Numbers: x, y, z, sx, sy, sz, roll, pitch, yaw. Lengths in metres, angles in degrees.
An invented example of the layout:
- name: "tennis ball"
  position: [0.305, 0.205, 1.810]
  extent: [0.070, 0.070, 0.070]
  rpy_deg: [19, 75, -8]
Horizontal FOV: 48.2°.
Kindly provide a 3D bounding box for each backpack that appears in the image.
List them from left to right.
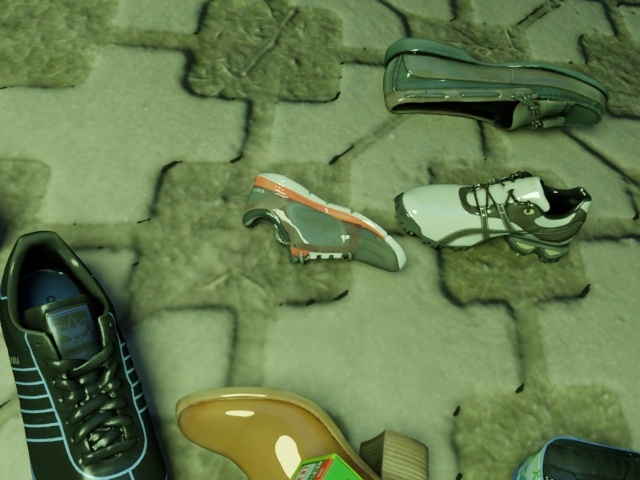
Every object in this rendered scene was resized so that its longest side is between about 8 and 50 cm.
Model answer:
- name: "backpack"
  position: [0.196, 0.206, 0.529]
  extent: [0.114, 0.084, 0.105]
  rpy_deg: [19, 48, -12]

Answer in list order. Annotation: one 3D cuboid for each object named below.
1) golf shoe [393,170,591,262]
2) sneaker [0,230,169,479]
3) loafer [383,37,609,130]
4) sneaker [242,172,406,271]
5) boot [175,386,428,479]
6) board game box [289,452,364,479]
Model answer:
- name: "golf shoe"
  position: [0.172, -0.038, 0.710]
  extent: [0.198, 0.094, 0.077]
  rpy_deg: [5, 53, -15]
- name: "sneaker"
  position: [-0.161, 0.099, 0.474]
  extent: [0.081, 0.090, 0.232]
  rpy_deg: [-18, 61, -31]
- name: "loafer"
  position: [0.200, -0.159, 0.832]
  extent: [0.267, 0.096, 0.084]
  rpy_deg: [12, 70, -3]
- name: "sneaker"
  position: [0.000, 0.000, 0.651]
  extent: [0.157, 0.061, 0.065]
  rpy_deg: [27, 76, 2]
- name: "boot"
  position: [-0.018, 0.188, 0.474]
  extent: [0.197, 0.073, 0.153]
  rpy_deg: [16, 53, -5]
- name: "board game box"
  position: [0.038, 0.222, 0.417]
  extent: [0.181, 0.043, 0.092]
  rpy_deg: [45, 52, -8]
